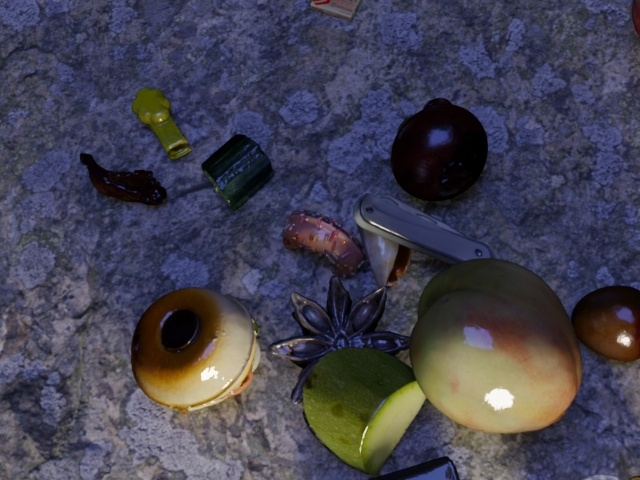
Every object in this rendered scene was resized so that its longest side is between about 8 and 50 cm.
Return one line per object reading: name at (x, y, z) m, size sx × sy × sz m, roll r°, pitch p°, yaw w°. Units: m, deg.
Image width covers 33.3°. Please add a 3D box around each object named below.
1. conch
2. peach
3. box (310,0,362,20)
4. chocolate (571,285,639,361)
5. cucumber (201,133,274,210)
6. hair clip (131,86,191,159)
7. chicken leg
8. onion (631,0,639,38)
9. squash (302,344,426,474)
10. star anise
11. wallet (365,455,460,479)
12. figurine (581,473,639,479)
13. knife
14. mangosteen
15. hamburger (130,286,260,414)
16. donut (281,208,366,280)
conch at (0.121, -0.005, 1.880) m, size 0.094 × 0.104 × 0.176 m, roll -24°, pitch 65°, yaw 18°
peach at (0.277, 0.169, 1.671) m, size 0.292 × 0.292 × 0.247 m, roll 39°, pitch 113°, yaw 22°
box at (0.033, -0.482, 2.158) m, size 0.093 × 0.015 × 0.058 m, roll 21°, pitch 72°, yaw 16°
chocolate at (0.482, 0.136, 1.767) m, size 0.133 × 0.127 × 0.124 m, roll -8°, pitch 33°, yaw 18°
cucumber at (-0.162, -0.136, 2.001) m, size 0.115 × 0.062 × 0.116 m, roll -41°, pitch 68°, yaw -15°
hair clip at (-0.315, -0.234, 2.076) m, size 0.072 × 0.046 × 0.173 m, roll -27°, pitch 62°, yaw -9°
chicken leg at (-0.382, -0.114, 2.029) m, size 0.205 × 0.053 × 0.093 m, roll 21°, pitch 46°, yaw 9°
onion at (0.736, -0.429, 1.887) m, size 0.347 × 0.285 × 0.348 m, roll 0°, pitch 56°, yaw 0°
squash at (0.060, 0.260, 1.698) m, size 0.184 × 0.085 × 0.192 m, roll 32°, pitch 86°, yaw 4°
star anise at (0.039, 0.180, 1.800) m, size 0.223 × 0.109 × 0.236 m, roll 20°, pitch 83°, yaw 11°
wallet at (0.113, 0.445, 1.699) m, size 0.250 × 0.044 × 0.149 m, roll -18°, pitch 68°, yaw 0°
figurine at (0.384, 0.429, 1.629) m, size 0.271 × 0.143 × 0.143 m, roll -25°, pitch 62°, yaw -26°
knife at (0.179, -0.014, 1.840) m, size 0.265 × 0.040 × 0.073 m, roll 24°, pitch 68°, yaw -13°
mangosteen at (0.205, -0.166, 1.911) m, size 0.199 × 0.200 × 0.200 m, roll -3°, pitch 65°, yaw 7°
hamburger at (-0.217, 0.182, 1.813) m, size 0.236 × 0.147 × 0.237 m, roll -10°, pitch 57°, yaw 15°
donut at (0.000, 0.000, 1.883) m, size 0.166 × 0.117 × 0.065 m, roll 23°, pitch 66°, yaw 18°
